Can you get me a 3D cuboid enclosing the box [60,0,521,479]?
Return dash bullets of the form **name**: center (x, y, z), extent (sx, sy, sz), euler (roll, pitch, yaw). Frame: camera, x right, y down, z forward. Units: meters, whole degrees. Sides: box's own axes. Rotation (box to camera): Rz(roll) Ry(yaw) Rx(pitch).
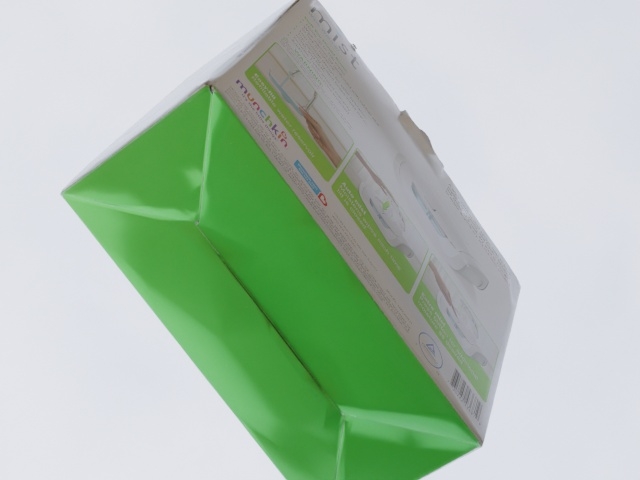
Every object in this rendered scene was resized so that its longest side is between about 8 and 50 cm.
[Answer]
- **box**: center (0.000, 0.000, 0.917), extent (0.262, 0.127, 0.231), euler (53, -157, -11)
